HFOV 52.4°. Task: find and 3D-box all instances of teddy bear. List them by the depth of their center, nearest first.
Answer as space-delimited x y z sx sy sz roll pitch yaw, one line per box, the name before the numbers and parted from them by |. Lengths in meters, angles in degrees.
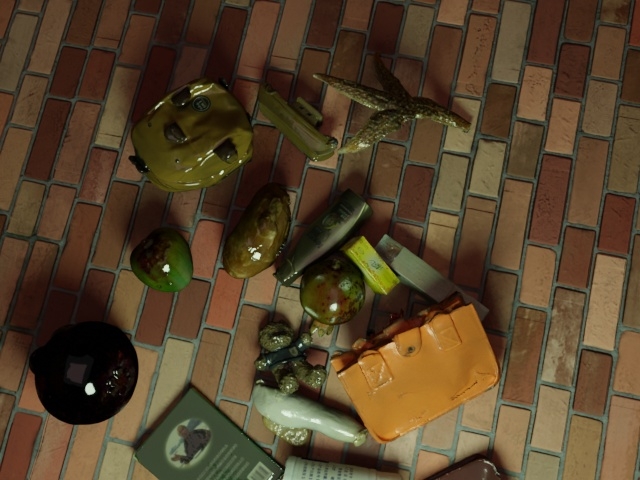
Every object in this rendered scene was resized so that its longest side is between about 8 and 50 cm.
teddy bear | -0.099 0.347 1.880 0.182 0.129 0.251 -15 51 -22

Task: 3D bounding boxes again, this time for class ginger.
ginger | -0.173 -0.026 1.936 0.165 0.172 0.321 35 78 -30

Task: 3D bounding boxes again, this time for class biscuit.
biscuit | -0.101 0.542 1.895 0.147 0.018 0.071 32 84 7

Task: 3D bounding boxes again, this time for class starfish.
starfish | 0.202 -0.405 1.974 0.398 0.132 0.383 -34 72 -18

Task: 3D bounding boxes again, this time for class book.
book | -0.322 0.643 1.883 0.371 0.043 0.260 40 83 9

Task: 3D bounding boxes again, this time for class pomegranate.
pomegranate | 0.016 0.167 1.878 0.246 0.198 0.198 -44 78 24

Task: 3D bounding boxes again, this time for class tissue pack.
tissue pack | 0.140 0.073 1.895 0.062 0.095 0.176 -43 100 -15

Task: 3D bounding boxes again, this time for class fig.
fig | -0.463 0.064 1.940 0.181 0.181 0.191 -34 103 -2

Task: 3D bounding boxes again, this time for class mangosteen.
mangosteen | -0.675 0.366 1.834 0.314 0.297 0.296 15 81 3

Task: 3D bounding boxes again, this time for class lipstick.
lipstick | 0.315 0.126 1.909 0.371 0.076 0.079 37 76 10

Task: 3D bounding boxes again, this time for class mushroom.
mushroom | -0.030 0.494 1.849 0.352 0.109 0.097 19 98 1

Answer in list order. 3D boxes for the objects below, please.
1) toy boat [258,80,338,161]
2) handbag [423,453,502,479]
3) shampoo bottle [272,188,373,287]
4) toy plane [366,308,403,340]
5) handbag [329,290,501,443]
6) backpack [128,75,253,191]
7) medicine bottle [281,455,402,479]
toy boat | -0.070 -0.380 2.029 0.321 0.089 0.121 44 77 10
handbag | 0.411 0.760 1.790 0.260 0.084 0.275 -24 79 -3
shampoo bottle | 0.000 0.000 1.950 0.350 0.084 0.125 -44 51 -3
toy plane | 0.177 0.280 1.857 0.077 0.194 0.126 14 55 -14
handbag | 0.268 0.351 1.788 0.410 0.116 0.303 -28 113 -1
backpack | -0.391 -0.313 1.985 0.378 0.201 0.353 -39 75 -6
medicine bottle | 0.058 0.706 1.766 0.332 0.190 0.189 8 80 6
